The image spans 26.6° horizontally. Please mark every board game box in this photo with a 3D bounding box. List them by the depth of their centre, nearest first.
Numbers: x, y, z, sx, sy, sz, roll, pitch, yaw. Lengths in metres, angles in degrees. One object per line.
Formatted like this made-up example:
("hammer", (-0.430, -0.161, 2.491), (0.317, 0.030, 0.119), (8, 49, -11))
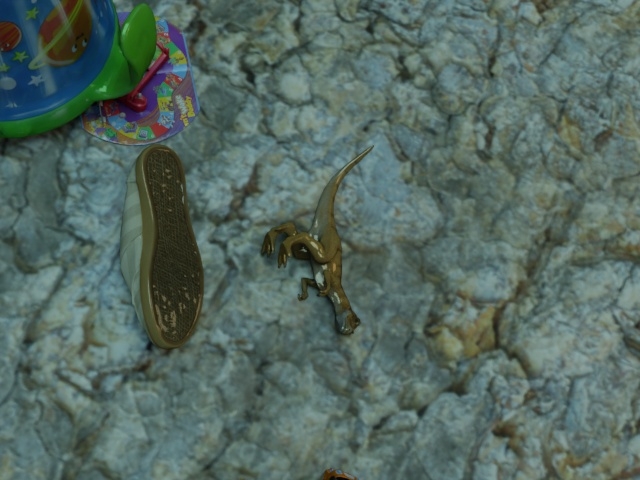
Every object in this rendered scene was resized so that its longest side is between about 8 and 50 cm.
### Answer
("board game box", (-0.206, -0.188, 1.494), (0.133, 0.033, 0.168), (-8, 70, -13))

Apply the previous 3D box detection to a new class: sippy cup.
("sippy cup", (-0.331, -0.258, 1.377), (0.306, 0.224, 0.240), (-11, 65, -6))

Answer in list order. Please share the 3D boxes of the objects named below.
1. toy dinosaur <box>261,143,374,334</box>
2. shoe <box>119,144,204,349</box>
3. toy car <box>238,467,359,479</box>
("toy dinosaur", (0.000, 0.000, 1.450), (0.112, 0.064, 0.211), (5, 76, -28))
("shoe", (-0.170, 0.010, 1.413), (0.077, 0.058, 0.219), (10, 67, -40))
("toy car", (-0.022, 0.238, 1.343), (0.122, 0.060, 0.040), (12, 34, -13))
